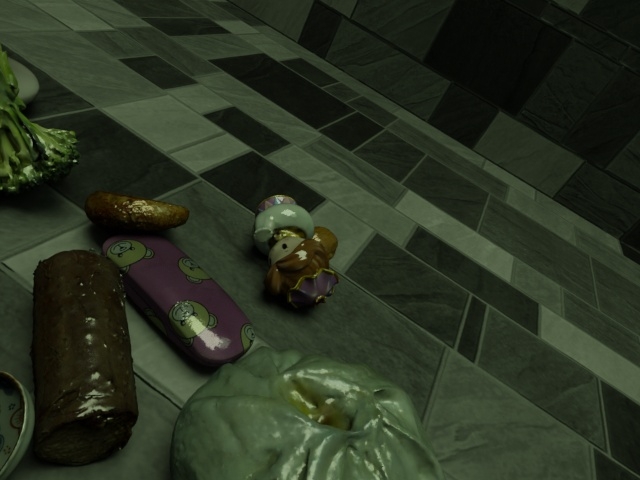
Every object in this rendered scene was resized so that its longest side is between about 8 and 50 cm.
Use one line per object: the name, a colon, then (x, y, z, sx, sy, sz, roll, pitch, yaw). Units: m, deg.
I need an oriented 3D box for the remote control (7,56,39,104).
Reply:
remote control: (-0.763, -0.333, 0.950, 0.221, 0.103, 0.332, 40, 34, 27)

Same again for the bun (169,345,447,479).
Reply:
bun: (-0.004, 0.261, 0.596, 0.355, 0.194, 0.354, 13, 24, -6)

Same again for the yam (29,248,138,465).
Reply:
yam: (-0.319, 0.141, 0.630, 0.131, 0.131, 0.279, 3, 42, -34)

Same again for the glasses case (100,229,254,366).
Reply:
glasses case: (-0.243, 0.089, 0.791, 0.316, 0.075, 0.123, 39, 32, 18)

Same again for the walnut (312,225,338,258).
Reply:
walnut: (0.000, 0.000, 1.116, 0.091, 0.052, 0.121, 41, 37, 13)

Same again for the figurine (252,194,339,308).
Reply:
figurine: (-0.057, 0.025, 0.962, 0.190, 0.142, 0.263, 21, 31, -38)

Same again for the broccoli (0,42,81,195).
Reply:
broccoli: (-0.577, -0.251, 0.771, 0.252, 0.361, 0.221, 0, 32, 26)

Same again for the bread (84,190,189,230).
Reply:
bread: (-0.340, -0.051, 0.865, 0.193, 0.063, 0.193, 8, 4, -1)

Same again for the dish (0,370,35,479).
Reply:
dish: (-0.373, 0.225, 0.525, 0.141, 0.078, 0.141, -5, 59, 8)
